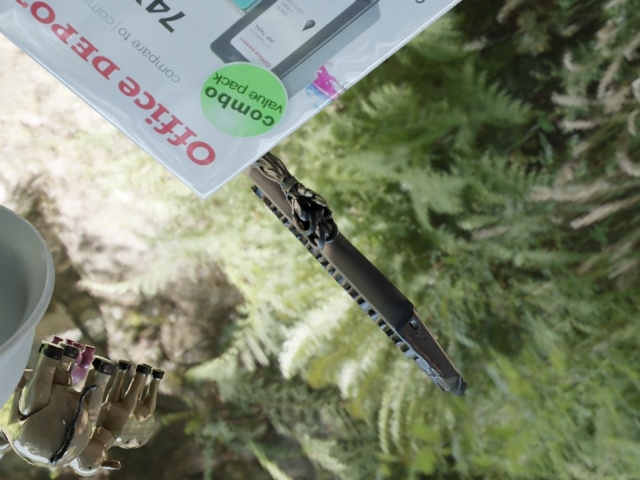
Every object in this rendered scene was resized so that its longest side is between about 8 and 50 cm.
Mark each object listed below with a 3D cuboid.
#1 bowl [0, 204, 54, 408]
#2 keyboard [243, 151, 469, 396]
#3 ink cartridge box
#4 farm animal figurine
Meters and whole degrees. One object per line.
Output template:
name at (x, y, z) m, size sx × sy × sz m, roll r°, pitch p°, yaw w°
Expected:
bowl at (-0.341, 0.086, 0.779) m, size 0.298 × 0.297 × 0.134 m, roll -106°, pitch 16°, yaw -57°
keyboard at (0.000, 0.000, 0.882) m, size 0.201 × 0.033 × 0.317 m, roll 54°, pitch 174°, yaw -36°
ink cartridge box at (-0.038, -0.206, 0.638) m, size 0.198 × 0.270 × 0.197 m, roll 40°, pitch -151°, yaw -26°
farm animal figurine at (-0.342, 0.207, 1.303) m, size 0.330 × 0.172 × 0.326 m, roll 20°, pitch 173°, yaw -19°
